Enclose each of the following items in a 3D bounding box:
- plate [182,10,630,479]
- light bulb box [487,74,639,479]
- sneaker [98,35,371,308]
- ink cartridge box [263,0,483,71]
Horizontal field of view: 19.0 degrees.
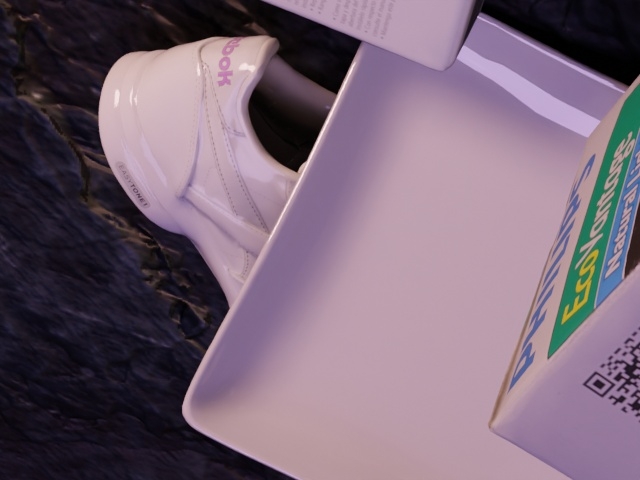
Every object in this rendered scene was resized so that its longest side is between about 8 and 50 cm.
[{"bbox_3d":[0.105,0.037,1.054,0.277,0.278,0.045,26,180,6],"label":"plate"},{"bbox_3d":[0.326,0.003,0.826,0.358,0.225,0.361,32,135,-5],"label":"light bulb box"},{"bbox_3d":[0.000,0.000,1.149,0.152,0.114,0.305,-15,128,38],"label":"sneaker"},{"bbox_3d":[-0.011,-0.232,0.937,0.238,0.060,0.275,23,141,8],"label":"ink cartridge box"}]
